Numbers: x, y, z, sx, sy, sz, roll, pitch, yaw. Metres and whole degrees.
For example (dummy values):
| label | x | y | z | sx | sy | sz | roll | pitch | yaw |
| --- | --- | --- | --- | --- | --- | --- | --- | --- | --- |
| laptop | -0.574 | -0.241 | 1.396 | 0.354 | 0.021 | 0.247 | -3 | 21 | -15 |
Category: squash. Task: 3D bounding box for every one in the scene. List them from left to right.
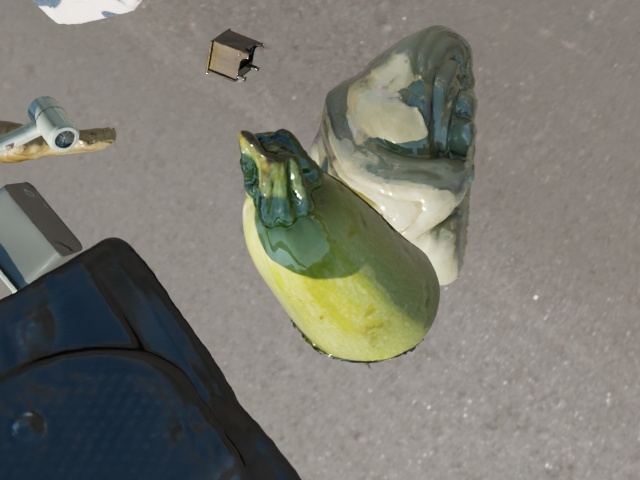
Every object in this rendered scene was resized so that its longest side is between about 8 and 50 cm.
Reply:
| label | x | y | z | sx | sy | sz | roll | pitch | yaw |
| --- | --- | --- | --- | --- | --- | --- | --- | --- | --- |
| squash | -0.007 | 0.015 | 0.688 | 0.137 | 0.287 | 0.137 | -7 | 70 | 22 |

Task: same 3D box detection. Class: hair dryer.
| label | x | y | z | sx | sy | sz | roll | pitch | yaw |
| --- | --- | --- | --- | --- | --- | --- | --- | --- | --- |
| hair dryer | -0.414 | -0.144 | 1.234 | 0.082 | 0.137 | 0.047 | 49 | 160 | 34 |

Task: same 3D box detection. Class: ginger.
| label | x | y | z | sx | sy | sz | roll | pitch | yaw |
| --- | --- | --- | --- | --- | --- | --- | --- | --- | --- |
| ginger | -0.547 | -0.185 | 1.619 | 0.334 | 0.148 | 0.081 | 3 | 80 | 1 |

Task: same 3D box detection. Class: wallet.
| label | x | y | z | sx | sy | sz | roll | pitch | yaw |
| --- | --- | --- | --- | --- | --- | --- | --- | --- | --- |
| wallet | -0.356 | -0.367 | 1.286 | 0.183 | 0.031 | 0.124 | -1 | 150 | 33 |
| wallet | -0.130 | 0.183 | 0.542 | 0.322 | 0.247 | 0.041 | 60 | 158 | -10 |

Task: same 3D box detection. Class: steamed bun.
| label | x | y | z | sx | sy | sz | roll | pitch | yaw |
| --- | --- | --- | --- | --- | --- | --- | --- | --- | --- |
| steamed bun | 0.106 | -0.115 | 1.309 | 0.248 | 0.339 | 0.352 | 5 | 151 | 5 |

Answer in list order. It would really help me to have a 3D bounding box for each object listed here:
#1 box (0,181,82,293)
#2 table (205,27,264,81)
| label | x | y | z | sx | sy | sz | roll | pitch | yaw |
| --- | --- | --- | --- | --- | --- | --- | --- | --- | --- |
| box | -0.640 | -0.008 | 1.906 | 0.135 | 0.163 | 0.243 | -39 | 90 | 10 |
| table | -0.167 | -0.360 | 1.732 | 0.082 | 0.083 | 0.070 | 23 | 126 | 11 |
